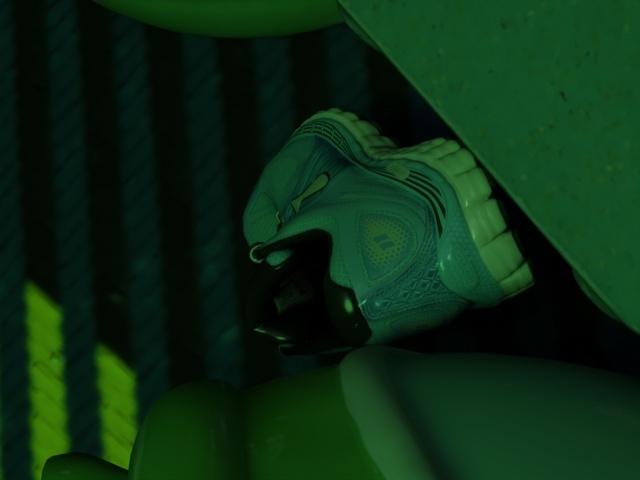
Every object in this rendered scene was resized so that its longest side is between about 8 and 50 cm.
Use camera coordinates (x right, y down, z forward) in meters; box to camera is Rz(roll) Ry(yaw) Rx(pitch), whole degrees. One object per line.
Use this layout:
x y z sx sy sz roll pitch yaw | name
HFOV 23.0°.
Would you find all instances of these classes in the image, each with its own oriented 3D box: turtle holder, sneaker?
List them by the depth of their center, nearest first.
0.049 0.136 0.371 0.227 0.320 0.243 -10 77 -2 | turtle holder
0.000 0.000 0.501 0.073 0.162 0.063 -30 102 -15 | sneaker

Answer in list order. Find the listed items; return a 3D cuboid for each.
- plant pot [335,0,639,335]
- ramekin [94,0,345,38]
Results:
0.147 -0.105 0.429 0.252 0.247 0.248 -46 68 17 | plant pot
-0.038 -0.239 0.563 0.303 0.148 0.303 -4 78 19 | ramekin
